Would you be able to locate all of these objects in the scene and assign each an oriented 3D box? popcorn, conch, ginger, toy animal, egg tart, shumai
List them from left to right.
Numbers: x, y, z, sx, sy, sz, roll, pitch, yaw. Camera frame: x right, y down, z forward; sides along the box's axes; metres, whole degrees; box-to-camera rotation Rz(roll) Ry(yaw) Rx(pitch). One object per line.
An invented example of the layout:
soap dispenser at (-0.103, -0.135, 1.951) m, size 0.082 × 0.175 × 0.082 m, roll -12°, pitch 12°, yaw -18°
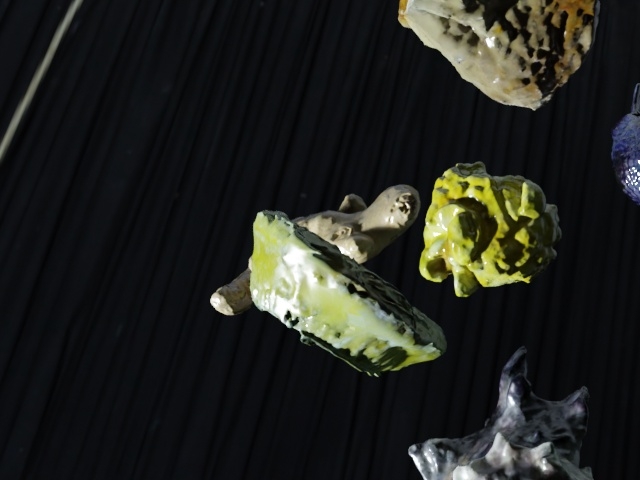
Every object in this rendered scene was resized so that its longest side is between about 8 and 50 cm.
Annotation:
ginger at (0.004, -0.006, 1.000) m, size 0.258 × 0.149 × 0.065 m, roll -30°, pitch 103°, yaw 33°
egg tart at (0.017, 0.052, 0.793) m, size 0.197 × 0.078 × 0.197 m, roll 33°, pitch -179°, yaw -1°
shumai at (0.228, -0.324, 1.358) m, size 0.262 × 0.314 × 0.267 m, roll -19°, pitch -163°, yaw -37°
popcorn at (0.323, -0.017, 1.856) m, size 0.250 × 0.242 × 0.235 m, roll 13°, pitch -159°, yaw 42°
conch at (0.187, 0.252, 0.921) m, size 0.186 × 0.313 × 0.241 m, roll 37°, pitch 138°, yaw -5°
toy animal at (0.479, -0.121, 1.318) m, size 0.122 × 0.185 × 0.298 m, roll 46°, pitch -173°, yaw -30°
